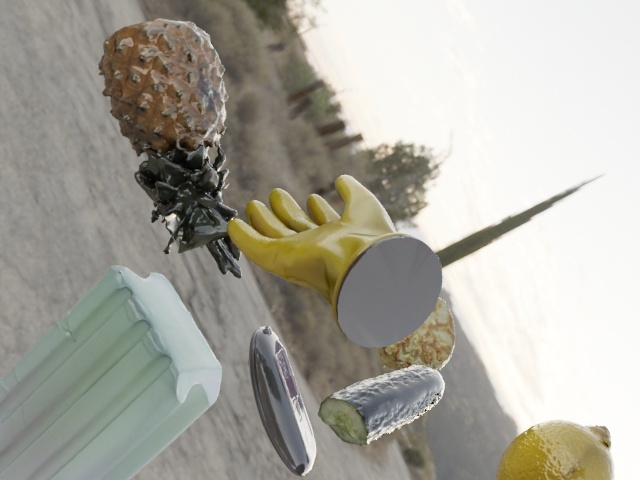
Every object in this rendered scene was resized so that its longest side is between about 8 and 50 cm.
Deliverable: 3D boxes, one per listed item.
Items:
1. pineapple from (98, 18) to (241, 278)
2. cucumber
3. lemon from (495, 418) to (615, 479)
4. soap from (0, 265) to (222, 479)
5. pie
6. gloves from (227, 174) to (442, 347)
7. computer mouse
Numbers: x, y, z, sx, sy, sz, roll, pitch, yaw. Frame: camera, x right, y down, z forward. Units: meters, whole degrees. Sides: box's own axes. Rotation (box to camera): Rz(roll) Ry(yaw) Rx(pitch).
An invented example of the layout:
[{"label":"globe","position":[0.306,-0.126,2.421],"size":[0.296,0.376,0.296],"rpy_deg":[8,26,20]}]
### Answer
[{"label":"pineapple","position":[-0.179,-0.108,1.127],"size":[0.169,0.169,0.341],"rpy_deg":[74,2,-82]},{"label":"cucumber","position":[0.093,0.204,1.122],"size":[0.241,0.074,0.074],"rpy_deg":[-8,67,-53]},{"label":"lemon","position":[0.414,0.418,1.545],"size":[0.188,0.256,0.188],"rpy_deg":[45,-13,13]},{"label":"soap","position":[-0.310,0.223,1.170],"size":[0.208,0.347,0.115],"rpy_deg":[54,15,25]},{"label":"pie","position":[0.196,0.189,1.867],"size":[0.084,0.178,0.205],"rpy_deg":[136,-35,-57]},{"label":"gloves","position":[-0.001,0.000,0.954],"size":[0.294,0.133,0.116],"rpy_deg":[37,-55,55]},{"label":"computer mouse","position":[-0.064,0.246,1.336],"size":[0.120,0.057,0.232],"rpy_deg":[-43,115,-80]}]
